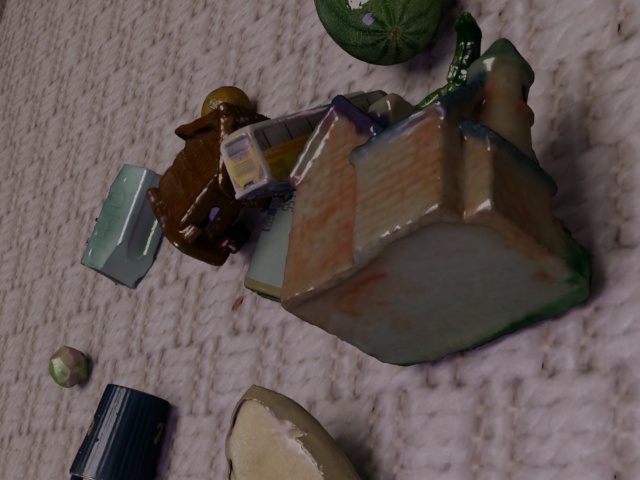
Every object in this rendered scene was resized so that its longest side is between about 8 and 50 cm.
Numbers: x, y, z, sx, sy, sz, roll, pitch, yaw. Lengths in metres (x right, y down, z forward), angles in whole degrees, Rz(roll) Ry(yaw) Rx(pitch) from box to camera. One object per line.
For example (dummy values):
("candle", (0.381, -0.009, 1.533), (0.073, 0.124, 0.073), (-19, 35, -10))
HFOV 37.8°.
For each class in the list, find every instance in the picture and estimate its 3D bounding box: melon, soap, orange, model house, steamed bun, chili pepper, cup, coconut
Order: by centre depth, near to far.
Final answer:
("model house", (0.126, -0.056, 1.047), (0.312, 0.245, 0.280), (-29, 42, 41))
("steamed bun", (-0.035, 0.304, 1.156), (0.231, 0.110, 0.212), (51, 125, 20))
("chili pepper", (0.164, -0.200, 1.201), (0.182, 0.073, 0.050), (-61, 12, 19))
("melon", (0.077, -0.366, 1.314), (0.182, 0.182, 0.288), (-39, 41, 35))
("model house", (-0.142, -0.097, 1.453), (0.229, 0.199, 0.219), (-53, 49, 17))
("cup", (-0.325, 0.327, 1.545), (0.176, 0.131, 0.155), (140, 148, -72))
("orange", (-0.169, -0.229, 1.651), (0.095, 0.085, 0.085), (-31, 49, 36))
("soap", (-0.371, -0.025, 1.808), (0.145, 0.091, 0.231), (14, 82, 55))
("coconut", (-0.494, 0.250, 1.839), (0.083, 0.081, 0.082), (-64, -3, 31))

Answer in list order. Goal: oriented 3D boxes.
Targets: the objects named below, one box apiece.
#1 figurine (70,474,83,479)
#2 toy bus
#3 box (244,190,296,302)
("figurine", (-0.379, 0.496, 1.528), (0.164, 0.120, 0.262), (-70, 19, -1))
("toy bus", (-0.001, -0.123, 1.211), (0.092, 0.268, 0.106), (-21, 91, 51))
("box", (0.000, 0.000, 1.336), (0.270, 0.045, 0.211), (9, 79, 55))
